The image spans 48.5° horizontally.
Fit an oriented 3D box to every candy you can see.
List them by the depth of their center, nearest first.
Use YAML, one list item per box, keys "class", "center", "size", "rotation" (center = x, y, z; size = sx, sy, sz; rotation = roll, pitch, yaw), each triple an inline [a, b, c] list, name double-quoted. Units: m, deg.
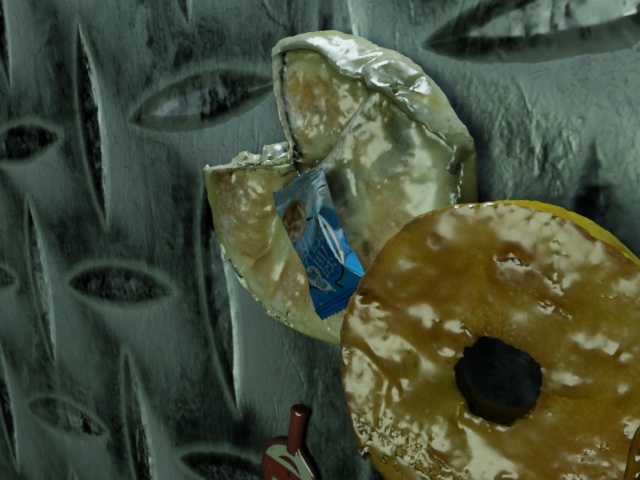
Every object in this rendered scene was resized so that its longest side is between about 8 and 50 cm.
- class: "candy"
  center: [0.000, 0.000, 0.666]
  size: [0.088, 0.038, 0.136]
  rotation: [-35, 73, 53]

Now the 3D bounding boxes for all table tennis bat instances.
- class: "table tennis bat"
  center: [-0.034, 0.267, 0.866]
  size: [0.098, 0.019, 0.155]
  rotation: [27, 120, 36]

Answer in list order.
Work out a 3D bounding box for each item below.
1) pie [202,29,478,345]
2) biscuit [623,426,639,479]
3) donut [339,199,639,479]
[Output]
- class: "pie"
  center: [0.014, -0.034, 0.716]
  size: [0.337, 0.075, 0.338]
  rotation: [12, 110, 36]
- class: "biscuit"
  center: [0.279, 0.147, 0.435]
  size: [0.176, 0.031, 0.229]
  rotation: [20, 92, 2]
- class: "donut"
  center: [0.148, 0.094, 0.558]
  size: [0.277, 0.108, 0.278]
  rotation: [8, 110, 24]
